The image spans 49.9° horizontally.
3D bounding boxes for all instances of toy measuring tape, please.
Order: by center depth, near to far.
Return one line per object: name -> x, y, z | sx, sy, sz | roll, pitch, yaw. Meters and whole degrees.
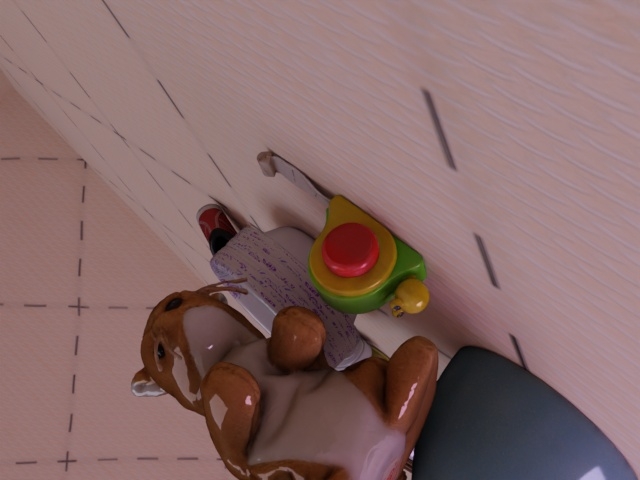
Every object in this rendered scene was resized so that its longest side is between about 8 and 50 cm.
toy measuring tape -> 0.000, 0.000, 0.884 | 0.330, 0.121, 0.121 | 38, 164, 31

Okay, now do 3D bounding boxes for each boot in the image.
boot -> -0.001, 0.198, 1.461 | 0.123, 0.095, 0.258 | 46, 163, -24
boot -> -0.188, 0.049, 1.543 | 0.244, 0.088, 0.176 | 59, 177, -36

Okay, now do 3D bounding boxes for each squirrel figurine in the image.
squirrel figurine -> -0.068, 0.229, 0.912 | 0.371, 0.281, 0.397 | 24, 154, 25

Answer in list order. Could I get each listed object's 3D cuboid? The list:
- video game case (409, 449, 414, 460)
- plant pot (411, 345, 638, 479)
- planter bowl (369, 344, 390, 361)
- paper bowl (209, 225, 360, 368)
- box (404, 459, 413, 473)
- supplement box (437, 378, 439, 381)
video game case -> 0.212, 0.473, 1.509 | 0.329, 0.036, 0.300 | 34, 167, -8
plant pot -> 0.235, 0.312, 0.913 | 0.290, 0.195, 0.290 | 42, 166, 13
planter bowl -> 0.131, 0.321, 1.459 | 0.217, 0.090, 0.217 | 42, 165, 14
paper bowl -> -0.044, 0.089, 1.189 | 0.284, 0.148, 0.284 | 43, 165, 14
box -> 0.176, 0.473, 1.461 | 0.164, 0.021, 0.201 | 25, 166, 30
supplement box -> 0.211, 0.294, 1.160 | 0.056, 0.083, 0.083 | 26, 156, 55
